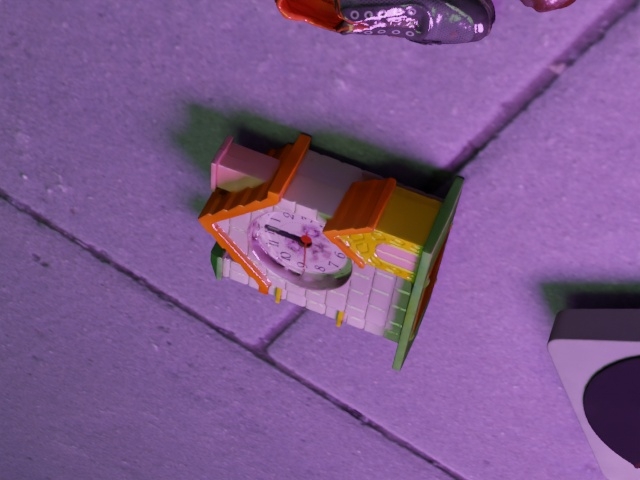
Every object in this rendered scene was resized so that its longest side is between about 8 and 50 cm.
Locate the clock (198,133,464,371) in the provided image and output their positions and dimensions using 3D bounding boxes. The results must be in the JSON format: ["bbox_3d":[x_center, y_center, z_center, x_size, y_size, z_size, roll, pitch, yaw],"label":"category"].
[{"bbox_3d":[0.000,0.000,1.349,0.255,0.106,0.220,20,143,9],"label":"clock"}]

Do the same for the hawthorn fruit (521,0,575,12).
[{"bbox_3d":[0.189,-0.231,1.011,0.067,0.067,0.103,27,117,-1],"label":"hawthorn fruit"}]

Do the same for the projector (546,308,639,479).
[{"bbox_3d":[0.395,0.167,1.333,0.259,0.079,0.257,-1,135,32],"label":"projector"}]

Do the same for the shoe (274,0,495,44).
[{"bbox_3d":[0.051,-0.200,1.103,0.194,0.077,0.074,19,142,10],"label":"shoe"}]
